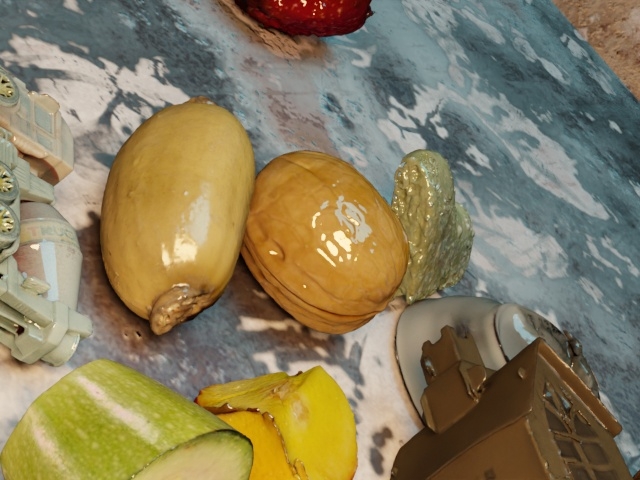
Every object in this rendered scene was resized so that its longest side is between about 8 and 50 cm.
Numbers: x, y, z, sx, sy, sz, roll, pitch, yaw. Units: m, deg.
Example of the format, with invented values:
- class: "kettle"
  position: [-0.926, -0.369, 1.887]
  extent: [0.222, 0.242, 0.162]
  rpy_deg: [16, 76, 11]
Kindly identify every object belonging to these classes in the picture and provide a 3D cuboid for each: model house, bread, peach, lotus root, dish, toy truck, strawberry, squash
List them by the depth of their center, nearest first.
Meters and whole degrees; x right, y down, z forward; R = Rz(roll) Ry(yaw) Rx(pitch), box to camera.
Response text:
- class: "squash"
  position: [-0.146, 0.170, 0.745]
  extent: [0.123, 0.170, 0.170]
  rpy_deg: [37, 27, 23]
- class: "toy truck"
  position: [-0.264, -0.020, 0.884]
  extent: [0.140, 0.108, 0.256]
  rpy_deg: [34, 32, -41]
- class: "peach"
  position: [-0.034, 0.178, 0.892]
  extent: [0.151, 0.118, 0.151]
  rpy_deg: [3, 18, -1]
- class: "lotus root"
  position: [-0.138, -0.042, 1.009]
  extent: [0.303, 0.146, 0.131]
  rpy_deg: [-86, 158, -47]
- class: "model house"
  position: [0.177, 0.198, 1.019]
  extent: [0.204, 0.211, 0.243]
  rpy_deg: [19, 39, -38]
- class: "dish"
  position: [0.236, 0.166, 1.225]
  extent: [0.316, 0.106, 0.316]
  rpy_deg: [29, 33, -22]
- class: "bread"
  position: [0.126, 0.001, 1.259]
  extent: [0.064, 0.232, 0.172]
  rpy_deg: [20, 64, 31]
- class: "strawberry"
  position: [-0.040, -0.413, 1.519]
  extent: [0.220, 0.274, 0.274]
  rpy_deg: [-24, 66, -17]

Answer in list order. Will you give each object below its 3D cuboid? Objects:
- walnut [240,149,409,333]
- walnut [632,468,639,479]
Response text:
- class: "walnut"
  position: [0.000, 0.000, 1.096]
  extent: [0.197, 0.165, 0.165]
  rpy_deg: [49, 31, 3]
- class: "walnut"
  position: [0.506, 0.328, 1.094]
  extent: [0.398, 0.354, 0.308]
  rpy_deg: [30, 19, -21]
